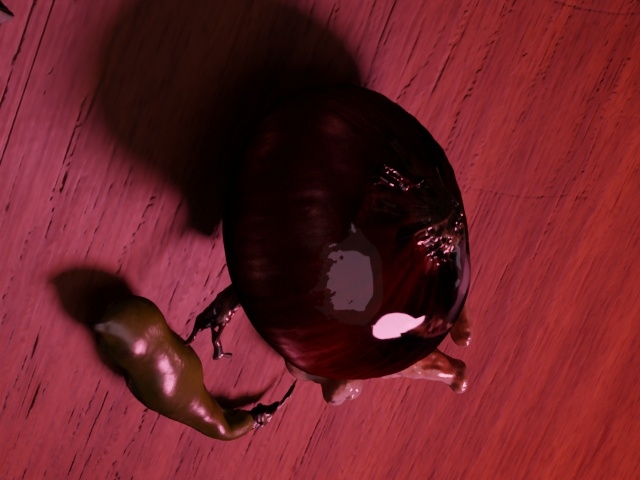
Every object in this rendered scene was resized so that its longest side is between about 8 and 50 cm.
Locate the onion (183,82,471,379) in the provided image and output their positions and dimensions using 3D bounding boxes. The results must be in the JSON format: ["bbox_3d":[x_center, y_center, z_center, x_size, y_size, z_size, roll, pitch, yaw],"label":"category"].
[{"bbox_3d":[0.000,0.000,1.743,0.285,0.273,0.273,-17,152,31],"label":"onion"}]

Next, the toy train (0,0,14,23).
[{"bbox_3d":[-0.316,-0.196,1.408,0.048,0.055,0.252,-53,139,7],"label":"toy train"}]

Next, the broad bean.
[{"bbox_3d":[-0.127,0.121,1.840,0.318,0.056,0.098,31,84,-57],"label":"broad bean"}]

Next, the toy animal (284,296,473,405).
[{"bbox_3d":[0.049,0.064,1.935,0.185,0.104,0.184,-4,97,-19],"label":"toy animal"}]
